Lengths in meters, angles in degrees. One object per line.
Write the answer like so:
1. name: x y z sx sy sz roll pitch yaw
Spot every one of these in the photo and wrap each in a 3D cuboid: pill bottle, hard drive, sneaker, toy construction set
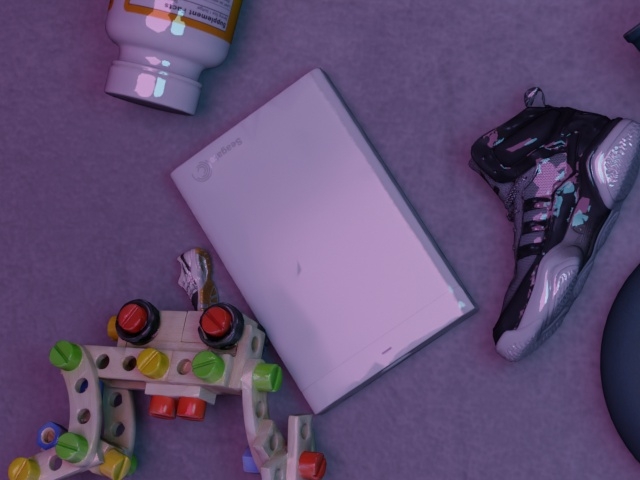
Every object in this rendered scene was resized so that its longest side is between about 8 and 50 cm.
1. pill bottle: -0.152 -0.264 1.692 0.136 0.136 0.246 14 89 18
2. hard drive: 0.000 0.000 1.671 0.203 0.040 0.308 -35 77 11
3. sneaker: -0.135 0.051 1.716 0.037 0.032 0.083 -15 75 29
4. toy construction set: -0.152 0.177 1.641 0.327 0.151 0.215 6 73 13
5. sneaker: 0.205 -0.021 1.581 0.153 0.101 0.269 27 87 18

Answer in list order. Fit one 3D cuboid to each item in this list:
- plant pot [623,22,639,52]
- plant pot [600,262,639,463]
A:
1. plant pot: 0.461 -0.163 1.439 0.271 0.271 0.255 -35 90 11
2. plant pot: 0.393 0.112 1.458 0.290 0.195 0.290 -2 84 17
